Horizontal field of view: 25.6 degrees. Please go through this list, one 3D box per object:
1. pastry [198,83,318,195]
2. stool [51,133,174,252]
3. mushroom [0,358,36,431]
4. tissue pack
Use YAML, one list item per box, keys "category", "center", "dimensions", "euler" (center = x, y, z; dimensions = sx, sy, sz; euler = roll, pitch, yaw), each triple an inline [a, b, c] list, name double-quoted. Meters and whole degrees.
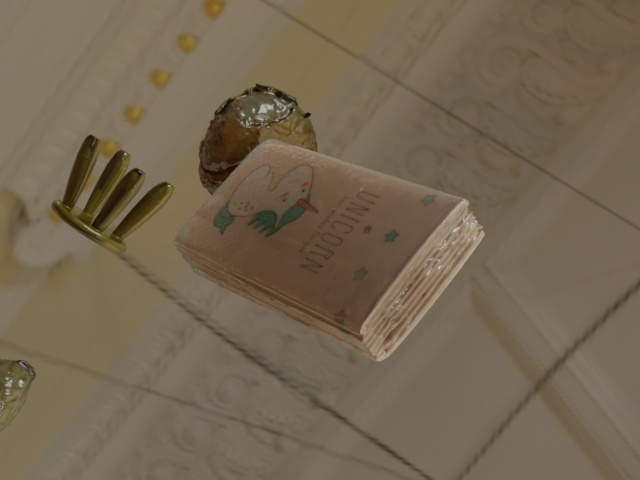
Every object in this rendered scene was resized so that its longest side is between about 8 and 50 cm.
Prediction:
- category: "pastry"
  center: [-0.073, -0.103, 1.609]
  dimensions: [0.081, 0.153, 0.153]
  euler: [38, -80, 34]
- category: "stool"
  center: [-0.269, -0.057, 1.792]
  dimensions: [0.110, 0.134, 0.135]
  euler: [-54, -158, 3]
- category: "mushroom"
  center: [-0.453, 0.124, 1.458]
  dimensions: [0.189, 0.267, 0.164]
  euler: [-28, -166, 44]
- category: "tissue pack"
  center: [0.000, 0.000, 1.413]
  dimensions: [0.170, 0.071, 0.325]
  euler: [-49, -142, -16]
